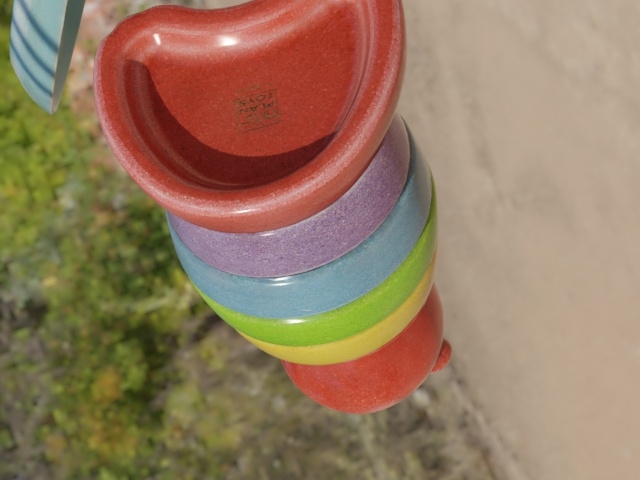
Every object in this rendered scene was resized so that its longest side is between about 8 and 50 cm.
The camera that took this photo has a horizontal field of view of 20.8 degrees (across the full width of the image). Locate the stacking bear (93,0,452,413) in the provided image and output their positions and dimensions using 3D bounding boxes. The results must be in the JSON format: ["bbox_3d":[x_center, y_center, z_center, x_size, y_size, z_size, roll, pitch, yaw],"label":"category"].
[{"bbox_3d":[0.000,0.000,1.034,0.289,0.175,0.164,65,-166,-52],"label":"stacking bear"}]

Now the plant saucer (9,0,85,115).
[{"bbox_3d":[-0.192,-0.255,1.338,0.317,0.043,0.318,-167,90,-83],"label":"plant saucer"}]
